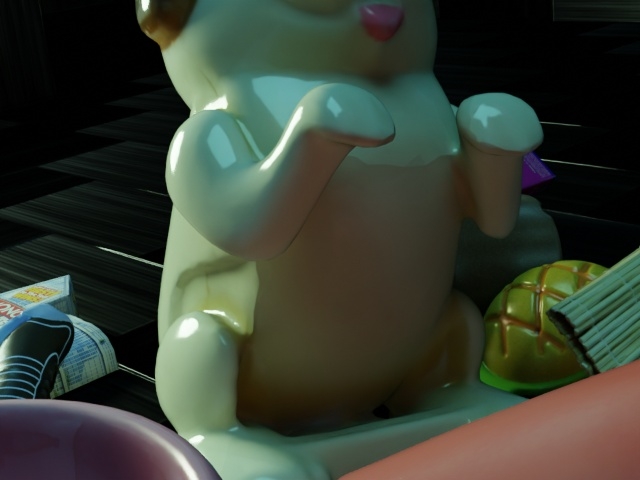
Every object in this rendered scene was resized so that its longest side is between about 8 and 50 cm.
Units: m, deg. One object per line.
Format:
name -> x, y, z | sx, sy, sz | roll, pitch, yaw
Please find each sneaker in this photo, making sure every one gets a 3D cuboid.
sneaker -> -0.255, 0.140, 0.881 | 0.090, 0.081, 0.232 | 22, 37, 12

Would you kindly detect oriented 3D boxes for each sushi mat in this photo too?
sushi mat -> 0.313, 0.063, 0.881 | 0.316, 0.151, 0.019 | -25, -17, -44

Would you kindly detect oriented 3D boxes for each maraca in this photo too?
maraca -> 0.180, 0.083, 0.897 | 0.185, 0.099, 0.127 | -30, 33, 3

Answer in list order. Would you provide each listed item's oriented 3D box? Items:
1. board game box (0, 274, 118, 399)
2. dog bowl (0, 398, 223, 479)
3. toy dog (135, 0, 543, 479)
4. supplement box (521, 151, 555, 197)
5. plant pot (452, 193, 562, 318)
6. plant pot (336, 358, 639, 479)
board game box -> -0.298, 0.098, 1.062 | 0.194, 0.060, 0.194 | 12, 26, 43
dog bowl -> -0.203, 0.219, 0.529 | 0.407, 0.150, 0.408 | -5, 18, 2
toy dog -> 0.001, -0.050, 0.817 | 0.284, 0.408, 0.395 | -5, 7, -19
supplement box -> 0.151, -0.060, 1.193 | 0.114, 0.111, 0.220 | 52, 34, 15
plant pot -> 0.126, 0.023, 1.008 | 0.165, 0.167, 0.167 | -5, 17, -20
plant pot -> 0.139, 0.171, 0.432 | 0.243, 0.275, 0.275 | -14, 17, 10
